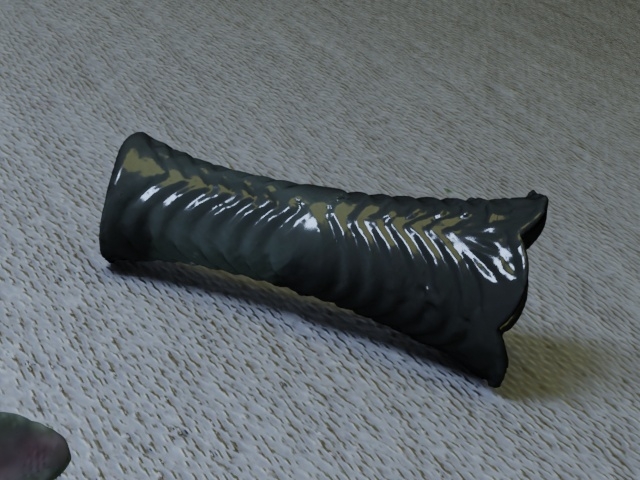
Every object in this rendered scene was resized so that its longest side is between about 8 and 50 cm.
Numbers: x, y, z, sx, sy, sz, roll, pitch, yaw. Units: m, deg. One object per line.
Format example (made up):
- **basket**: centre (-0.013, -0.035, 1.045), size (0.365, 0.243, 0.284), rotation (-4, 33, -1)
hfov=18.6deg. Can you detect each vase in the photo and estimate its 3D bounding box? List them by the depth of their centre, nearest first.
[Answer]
- **vase**: centre (0.000, 0.000, 1.091), size (0.237, 0.115, 0.115), rotation (14, 17, 8)

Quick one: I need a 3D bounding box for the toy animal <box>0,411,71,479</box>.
- **toy animal**: centre (-0.199, 0.073, 0.693), size (0.236, 0.138, 0.108), rotation (23, 44, -20)
